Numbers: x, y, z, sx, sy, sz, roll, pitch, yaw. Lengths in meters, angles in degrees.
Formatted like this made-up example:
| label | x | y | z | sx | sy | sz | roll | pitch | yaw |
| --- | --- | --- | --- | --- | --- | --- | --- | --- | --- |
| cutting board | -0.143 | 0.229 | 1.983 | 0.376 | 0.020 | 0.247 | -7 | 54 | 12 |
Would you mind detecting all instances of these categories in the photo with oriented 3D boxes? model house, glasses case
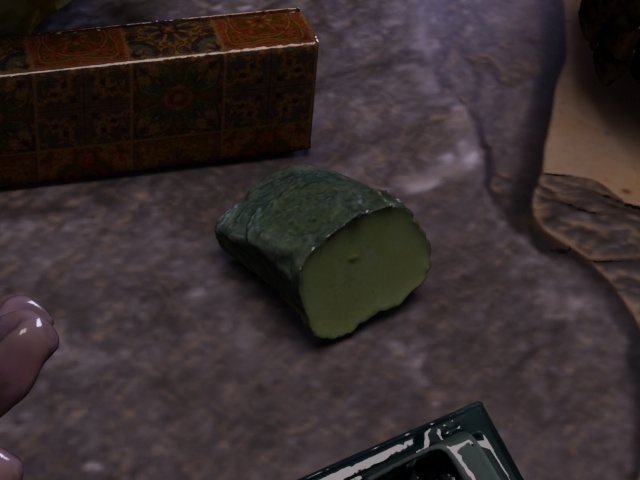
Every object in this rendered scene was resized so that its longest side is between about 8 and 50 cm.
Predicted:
| label | x | y | z | sx | sy | sz | roll | pitch | yaw |
| --- | --- | --- | --- | --- | --- | --- | --- | --- | --- |
| model house | 0.000 | 0.000 | 0.731 | 0.079 | 0.066 | 0.083 | -33 | 37 | -22 |
| glasses case | -0.113 | -0.077 | 0.778 | 0.218 | 0.075 | 0.049 | -8 | 42 | -15 |

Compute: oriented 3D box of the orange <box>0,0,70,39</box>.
| label | x | y | z | sx | sy | sz | roll | pitch | yaw |
| --- | --- | --- | --- | --- | --- | --- | --- | --- | --- |
| orange | -0.235 | -0.209 | 0.784 | 0.369 | 0.210 | 0.271 | 18 | -4 | 44 |

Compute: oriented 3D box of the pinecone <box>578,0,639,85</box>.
| label | x | y | z | sx | sy | sz | roll | pitch | yaw |
| --- | --- | --- | --- | --- | --- | --- | --- | --- | --- |
| pinecone | 0.256 | -0.180 | 0.837 | 0.272 | 0.224 | 0.224 | 7 | 42 | -16 |

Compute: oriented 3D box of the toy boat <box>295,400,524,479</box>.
| label | x | y | z | sx | sy | sz | roll | pitch | yaw |
| --- | --- | --- | --- | --- | --- | --- | --- | --- | --- |
| toy boat | -0.014 | 0.143 | 0.541 | 0.246 | 0.103 | 0.093 | -22 | 74 | -21 |

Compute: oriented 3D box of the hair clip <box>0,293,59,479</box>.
| label | x | y | z | sx | sy | sz | roll | pitch | yaw |
| --- | --- | --- | --- | --- | --- | --- | --- | --- | --- |
| hair clip | -0.152 | 0.153 | 0.491 | 0.069 | 0.173 | 0.300 | 29 | 41 | -37 |
